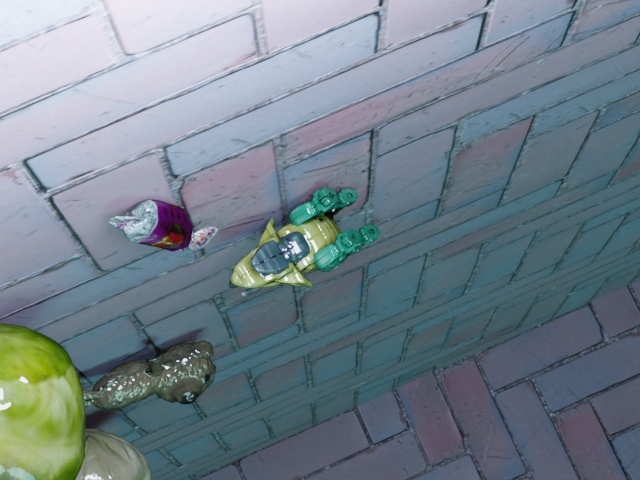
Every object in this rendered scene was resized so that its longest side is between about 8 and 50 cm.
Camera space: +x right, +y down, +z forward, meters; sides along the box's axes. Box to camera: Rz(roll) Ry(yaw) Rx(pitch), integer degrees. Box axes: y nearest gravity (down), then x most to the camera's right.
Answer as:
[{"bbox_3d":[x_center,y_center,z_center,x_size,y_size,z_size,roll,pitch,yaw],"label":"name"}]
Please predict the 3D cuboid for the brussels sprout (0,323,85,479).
[{"bbox_3d":[-0.370,0.193,1.630,0.219,0.210,0.271,-6,166,29],"label":"brussels sprout"}]

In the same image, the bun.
[{"bbox_3d":[-0.402,0.387,2.466,0.243,0.153,0.244,-14,-175,1],"label":"bun"}]

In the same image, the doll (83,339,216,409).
[{"bbox_3d":[-0.278,0.205,2.142,0.202,0.091,0.286,-43,150,24],"label":"doll"}]

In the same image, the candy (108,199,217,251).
[{"bbox_3d":[-0.160,-0.016,1.533,0.045,0.043,0.175,-27,164,17],"label":"candy"}]

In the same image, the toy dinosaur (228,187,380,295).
[{"bbox_3d":[0.000,0.000,1.801,0.153,0.094,0.259,-32,173,29],"label":"toy dinosaur"}]
